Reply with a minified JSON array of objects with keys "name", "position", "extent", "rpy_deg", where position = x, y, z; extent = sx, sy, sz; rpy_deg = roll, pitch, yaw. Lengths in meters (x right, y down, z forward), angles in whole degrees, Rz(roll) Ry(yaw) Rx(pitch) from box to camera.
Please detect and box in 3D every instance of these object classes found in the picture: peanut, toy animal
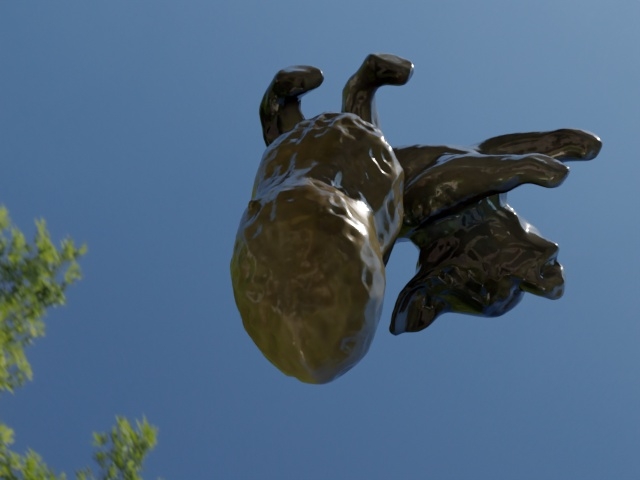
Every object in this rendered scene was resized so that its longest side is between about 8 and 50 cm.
[{"name":"peanut","position":[0.000,0.000,1.038],"extent":[0.149,0.149,0.313],"rpy_deg":[7,-152,2]},{"name":"toy animal","position":[0.102,-0.015,1.309],"extent":[0.344,0.303,0.194],"rpy_deg":[26,-148,22]}]
